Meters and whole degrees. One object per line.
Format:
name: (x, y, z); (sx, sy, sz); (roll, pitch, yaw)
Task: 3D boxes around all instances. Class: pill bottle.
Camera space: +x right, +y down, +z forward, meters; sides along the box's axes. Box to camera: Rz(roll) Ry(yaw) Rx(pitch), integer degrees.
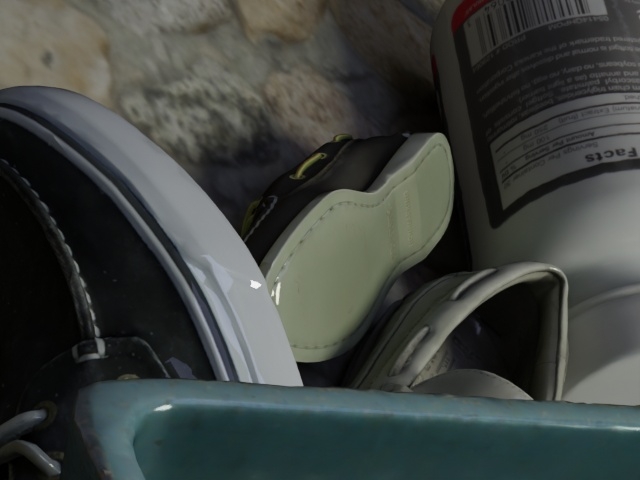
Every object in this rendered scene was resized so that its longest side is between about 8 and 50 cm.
pill bottle: (0.171, -0.024, 0.958); (0.176, 0.176, 0.318); (31, 38, -36)

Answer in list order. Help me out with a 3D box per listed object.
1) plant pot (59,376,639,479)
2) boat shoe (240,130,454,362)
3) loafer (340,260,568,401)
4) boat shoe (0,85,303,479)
plant pot: (0.051, 0.211, 0.397); (0.247, 0.252, 0.248); (6, 29, -29)
boat shoe: (0.000, 0.000, 0.803); (0.228, 0.069, 0.081); (-37, 127, -58)
loafer: (0.052, 0.104, 0.724); (0.112, 0.111, 0.319); (46, 31, -14)
boat shoe: (-0.070, 0.090, 0.551); (0.119, 0.121, 0.335); (-13, 67, -45)
